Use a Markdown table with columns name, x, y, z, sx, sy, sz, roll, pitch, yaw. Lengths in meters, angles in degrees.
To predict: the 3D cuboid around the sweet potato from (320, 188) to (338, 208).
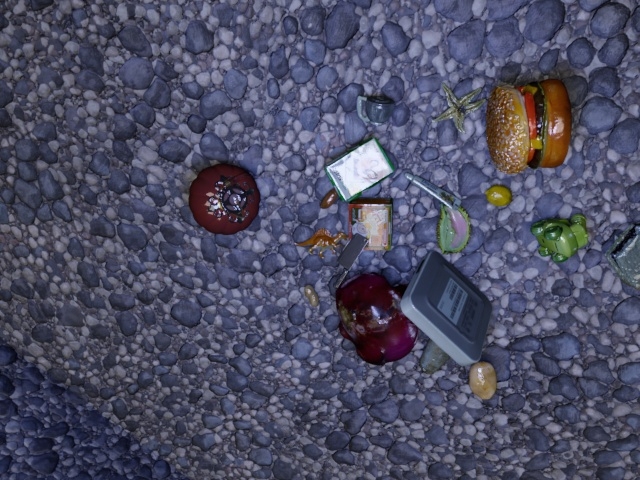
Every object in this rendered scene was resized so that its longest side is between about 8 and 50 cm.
| name | x | y | z | sx | sy | sz | roll | pitch | yaw |
| --- | --- | --- | --- | --- | --- | --- | --- | --- | --- |
| sweet potato | 0.067 | -0.217 | 1.958 | 0.050 | 0.050 | 0.214 | 35 | 106 | -1 |

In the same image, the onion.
| name | x | y | z | sx | sy | sz | roll | pitch | yaw |
| --- | --- | --- | --- | --- | --- | --- | --- | --- | --- |
| onion | 0.285 | 0.292 | 1.953 | 0.420 | 0.398 | 0.398 | -25 | 105 | -28 |

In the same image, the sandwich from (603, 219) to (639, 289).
| name | x | y | z | sx | sy | sz | roll | pitch | yaw |
| --- | --- | --- | --- | --- | --- | --- | --- | --- | --- |
| sandwich | 1.277 | 0.052 | 1.762 | 0.325 | 0.131 | 0.262 | -4 | 107 | 13 |

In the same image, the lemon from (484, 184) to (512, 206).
| name | x | y | z | sx | sy | sz | roll | pitch | yaw |
| --- | --- | --- | --- | --- | --- | --- | --- | --- | --- |
| lemon | 0.701 | -0.178 | 1.829 | 0.111 | 0.082 | 0.082 | 21 | 109 | 4 |

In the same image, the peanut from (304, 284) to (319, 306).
| name | x | y | z | sx | sy | sz | roll | pitch | yaw |
| --- | --- | --- | --- | --- | --- | --- | --- | --- | --- |
| peanut | -0.040 | 0.254 | 2.117 | 0.054 | 0.054 | 0.113 | -24 | 101 | 16 |

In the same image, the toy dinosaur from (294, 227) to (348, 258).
| name | x | y | z | sx | sy | sz | roll | pitch | yaw |
| --- | --- | --- | --- | --- | --- | --- | --- | --- | --- |
| toy dinosaur | 0.001 | 0.001 | 2.031 | 0.212 | 0.057 | 0.142 | 24 | 98 | 2 |

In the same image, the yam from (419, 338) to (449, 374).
| name | x | y | z | sx | sy | sz | roll | pitch | yaw |
| --- | --- | --- | --- | --- | --- | --- | --- | --- | --- |
| yam | 0.534 | 0.455 | 2.034 | 0.133 | 0.133 | 0.330 | 23 | 114 | 3 |

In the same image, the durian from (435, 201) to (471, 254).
| name | x | y | z | sx | sy | sz | roll | pitch | yaw |
| --- | --- | --- | --- | --- | --- | --- | --- | --- | --- |
| durian | 0.535 | -0.049 | 1.892 | 0.137 | 0.095 | 0.220 | 2 | 84 | -11 |

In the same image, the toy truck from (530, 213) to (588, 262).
| name | x | y | z | sx | sy | sz | roll | pitch | yaw |
| --- | --- | --- | --- | --- | --- | --- | --- | --- | --- |
| toy truck | 0.936 | -0.019 | 1.775 | 0.210 | 0.187 | 0.148 | -21 | 107 | 16 |

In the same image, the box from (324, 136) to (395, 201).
| name | x | y | z | sx | sy | sz | roll | pitch | yaw |
| --- | --- | --- | --- | --- | --- | --- | --- | --- | --- |
| box | 0.154 | -0.286 | 1.869 | 0.250 | 0.103 | 0.180 | -32 | 98 | 5 |

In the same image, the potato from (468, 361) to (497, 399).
| name | x | y | z | sx | sy | sz | roll | pitch | yaw |
| --- | --- | --- | --- | --- | --- | --- | --- | --- | --- |
| potato | 0.717 | 0.617 | 2.052 | 0.118 | 0.109 | 0.178 | 0 | 102 | 34 |

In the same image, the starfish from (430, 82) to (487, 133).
| name | x | y | z | sx | sy | sz | roll | pitch | yaw |
| --- | --- | --- | --- | --- | --- | --- | --- | --- | --- |
| starfish | 0.525 | -0.513 | 1.778 | 0.223 | 0.050 | 0.217 | -26 | 94 | 5 |

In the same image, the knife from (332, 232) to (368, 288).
| name | x | y | z | sx | sy | sz | roll | pitch | yaw |
| --- | --- | --- | --- | --- | --- | --- | --- | --- | --- |
| knife | 0.105 | 0.083 | 1.882 | 0.072 | 0.019 | 0.245 | 33 | 99 | 13 |

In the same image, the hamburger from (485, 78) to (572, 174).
| name | x | y | z | sx | sy | sz | roll | pitch | yaw |
| --- | --- | --- | --- | --- | --- | --- | --- | --- | --- |
| hamburger | 0.721 | -0.400 | 1.633 | 0.250 | 0.330 | 0.330 | -2 | 106 | 14 |

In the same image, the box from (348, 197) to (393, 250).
| name | x | y | z | sx | sy | sz | roll | pitch | yaw |
| --- | --- | --- | --- | --- | --- | --- | --- | --- | --- |
| box | 0.210 | -0.071 | 1.919 | 0.177 | 0.148 | 0.195 | 3 | 107 | 11 |

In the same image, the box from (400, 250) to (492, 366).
| name | x | y | z | sx | sy | sz | roll | pitch | yaw |
| --- | --- | --- | --- | --- | --- | --- | --- | --- | --- |
| box | 0.518 | 0.261 | 1.850 | 0.373 | 0.367 | 0.090 | 42 | 135 | -3 |

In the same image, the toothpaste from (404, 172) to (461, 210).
| name | x | y | z | sx | sy | sz | roll | pitch | yaw |
| --- | --- | --- | --- | --- | --- | --- | --- | --- | --- |
| toothpaste | 0.453 | -0.205 | 1.880 | 0.255 | 0.067 | 0.037 | 33 | 147 | 7 |

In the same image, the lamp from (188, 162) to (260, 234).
| name | x | y | z | sx | sy | sz | roll | pitch | yaw |
| --- | --- | --- | --- | --- | --- | --- | --- | --- | --- |
| lamp | -0.400 | -0.172 | 1.943 | 0.303 | 0.257 | 0.303 | -2 | 95 | -27 |

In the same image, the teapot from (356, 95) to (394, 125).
| name | x | y | z | sx | sy | sz | roll | pitch | yaw |
| --- | --- | --- | --- | --- | --- | --- | --- | --- | --- |
| teapot | 0.210 | -0.505 | 1.811 | 0.149 | 0.111 | 0.108 | 7 | 122 | 3 |
